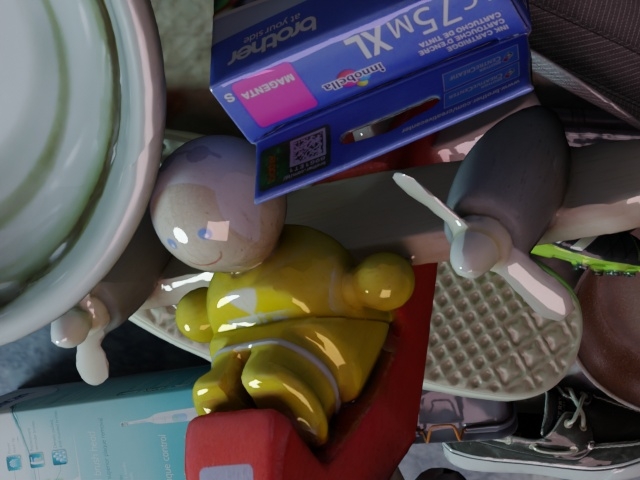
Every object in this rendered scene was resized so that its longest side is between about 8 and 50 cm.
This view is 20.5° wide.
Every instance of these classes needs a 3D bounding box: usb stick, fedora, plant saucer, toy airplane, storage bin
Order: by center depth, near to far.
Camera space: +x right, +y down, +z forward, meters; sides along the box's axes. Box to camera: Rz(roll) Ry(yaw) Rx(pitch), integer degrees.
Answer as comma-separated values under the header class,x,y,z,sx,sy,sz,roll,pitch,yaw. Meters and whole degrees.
class,x,y,z,sx,sy,sz,roll,pitch,yaw
plant saucer,-0.277,-0.122,1.115,0.401,0.100,0.400,6,114,12
fedora,0.168,-0.168,1.162,0.244,0.275,0.124,7,112,-60
toy airplane,0.000,0.000,1.166,0.386,0.384,0.272,-45,131,6
usb stick,0.249,-0.078,1.359,0.278,0.045,0.077,3,176,-3
plant saucer,0.363,0.046,1.503,0.311,0.050,0.310,0,136,0
storage bin,0.104,0.121,1.558,0.135,0.098,0.091,-4,126,4

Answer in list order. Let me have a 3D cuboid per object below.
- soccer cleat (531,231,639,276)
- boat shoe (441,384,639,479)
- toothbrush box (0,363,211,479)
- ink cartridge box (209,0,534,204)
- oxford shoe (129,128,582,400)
class,x,y,z,sx,sy,sz,roll,pitch,yaw
soccer cleat,0.195,-0.015,1.381,0.179,0.072,0.060,14,176,-16
boat shoe,0.219,0.172,1.615,0.219,0.077,0.070,-2,138,5
toothbrush box,-0.150,0.180,1.513,0.296,0.216,0.126,-7,91,8
ink cartridge box,0.026,-0.175,1.076,0.186,0.311,0.065,-20,135,19
oxford shoe,-0.010,0.025,1.423,0.449,0.130,0.169,16,95,-11
